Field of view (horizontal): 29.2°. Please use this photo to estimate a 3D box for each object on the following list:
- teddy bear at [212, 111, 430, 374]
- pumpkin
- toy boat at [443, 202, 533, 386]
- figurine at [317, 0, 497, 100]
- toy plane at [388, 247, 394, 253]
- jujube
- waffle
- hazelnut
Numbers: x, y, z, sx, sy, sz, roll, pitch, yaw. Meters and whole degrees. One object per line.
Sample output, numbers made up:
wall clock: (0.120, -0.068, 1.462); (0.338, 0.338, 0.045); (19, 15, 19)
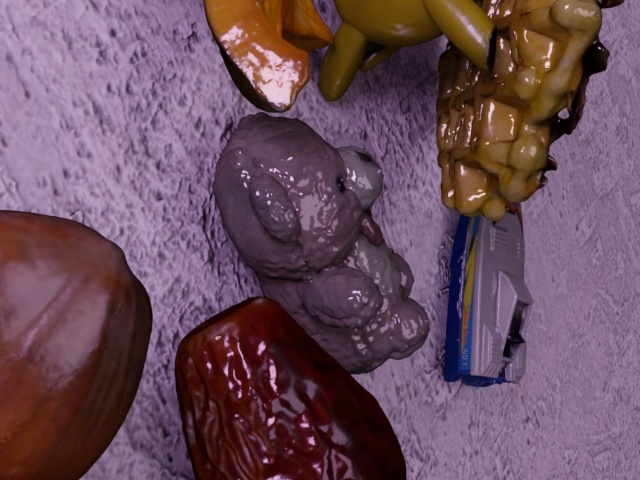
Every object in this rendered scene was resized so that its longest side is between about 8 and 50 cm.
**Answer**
teddy bear: (0.000, 0.001, 1.144); (0.236, 0.151, 0.267); (-108, 178, -59)
pumpkin: (-0.048, -0.261, 1.069); (0.290, 0.095, 0.258); (-62, 146, -72)
toy boat: (0.214, 0.031, 1.510); (0.129, 0.088, 0.295); (19, 73, -55)
figurine: (0.084, -0.299, 1.256); (0.169, 0.218, 0.327); (41, 48, -32)
toy plane: (0.060, 0.025, 1.330); (0.080, 0.033, 0.083); (15, 76, -70)
jujube: (-0.032, 0.175, 1.082); (0.255, 0.190, 0.190); (60, 40, -9)
waffle: (0.201, -0.219, 1.298); (0.382, 0.095, 0.380); (-89, -166, -50)
hazelnut: (-0.208, 0.082, 0.788); (0.210, 0.210, 0.186); (40, 52, -48)
